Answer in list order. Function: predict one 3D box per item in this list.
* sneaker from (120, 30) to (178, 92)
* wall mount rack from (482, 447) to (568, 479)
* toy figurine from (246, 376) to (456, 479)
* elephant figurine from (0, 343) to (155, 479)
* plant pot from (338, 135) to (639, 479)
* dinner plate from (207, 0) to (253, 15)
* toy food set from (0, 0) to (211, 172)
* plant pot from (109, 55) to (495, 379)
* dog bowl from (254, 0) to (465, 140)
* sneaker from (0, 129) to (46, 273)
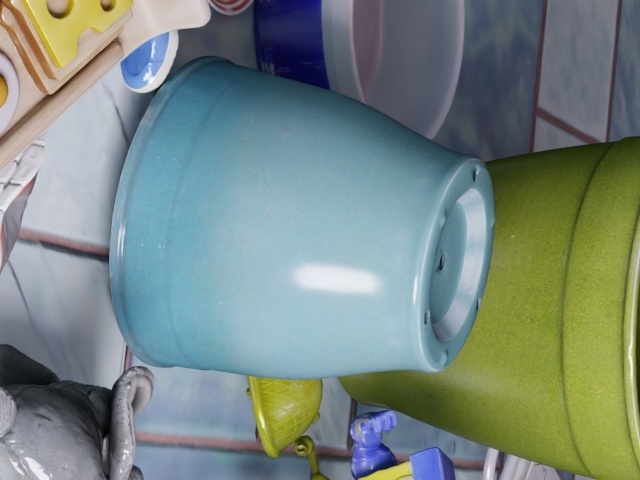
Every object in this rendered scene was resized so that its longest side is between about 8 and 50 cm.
[{"bbox_3d":[-0.154,-0.199,1.580,0.084,0.058,0.152,8,94,-55],"label":"sneaker"},{"bbox_3d":[0.222,0.274,2.292,0.304,0.130,0.350,-66,146,-28],"label":"wall mount rack"},{"bbox_3d":[0.065,0.234,1.760,0.191,0.217,0.363,36,42,-60],"label":"toy figurine"},{"bbox_3d":[-0.196,0.152,1.468,0.169,0.186,0.239,40,30,-4],"label":"elephant figurine"},{"bbox_3d":[0.206,0.065,1.978,0.366,0.353,0.367,-11,102,-63],"label":"plant pot"},{"bbox_3d":[-0.086,-0.271,1.744,0.141,0.017,0.141,-15,107,-61],"label":"dinner plate"},{"bbox_3d":[-0.215,-0.151,1.347,0.306,0.092,0.220,-46,130,-28],"label":"toy food set"},{"bbox_3d":[0.000,0.000,1.640,0.271,0.255,0.272,12,90,-68],"label":"plant pot"},{"bbox_3d":[0.042,-0.215,1.903,0.265,0.104,0.265,-11,102,-61],"label":"dog bowl"},{"bbox_3d":[-0.245,-0.022,1.443,0.065,0.061,0.158,99,9,-64],"label":"sneaker"}]
